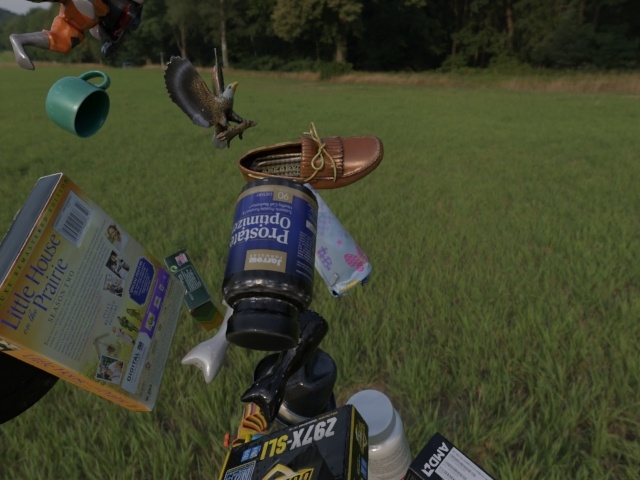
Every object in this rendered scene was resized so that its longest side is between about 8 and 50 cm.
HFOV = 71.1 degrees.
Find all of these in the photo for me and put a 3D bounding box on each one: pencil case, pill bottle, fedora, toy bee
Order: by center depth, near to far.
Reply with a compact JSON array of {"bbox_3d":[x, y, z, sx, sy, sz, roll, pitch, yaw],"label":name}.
[{"bbox_3d":[-0.068,0.033,0.620,0.123,0.123,0.219,1,61,3],"label":"pill bottle"},{"bbox_3d":[0.000,0.000,1.044,0.124,0.273,0.113,-39,8,-24],"label":"pencil case"},{"bbox_3d":[0.161,0.557,1.263,0.160,0.283,0.160,-12,38,9],"label":"pill bottle"},{"bbox_3d":[-0.048,0.431,1.401,0.334,0.152,0.334,29,18,-11],"label":"fedora"},{"bbox_3d":[-0.249,0.668,1.525,0.162,0.298,0.195,3,11,-4],"label":"toy bee"}]

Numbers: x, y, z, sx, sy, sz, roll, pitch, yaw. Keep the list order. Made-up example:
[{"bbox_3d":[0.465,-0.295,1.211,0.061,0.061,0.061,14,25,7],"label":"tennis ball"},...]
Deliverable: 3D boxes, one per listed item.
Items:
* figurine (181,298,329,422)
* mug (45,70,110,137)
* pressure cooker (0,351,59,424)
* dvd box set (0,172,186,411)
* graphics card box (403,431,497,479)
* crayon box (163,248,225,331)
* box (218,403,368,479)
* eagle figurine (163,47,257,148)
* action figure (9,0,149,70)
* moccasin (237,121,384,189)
[{"bbox_3d":[-0.124,0.200,0.849,0.215,0.092,0.209,27,58,10],"label":"figurine"},{"bbox_3d":[-0.593,-0.339,1.101,0.097,0.129,0.158,27,48,0],"label":"mug"},{"bbox_3d":[-0.844,0.196,1.042,0.420,0.375,0.370,24,67,28],"label":"pressure cooker"},{"bbox_3d":[-0.431,0.121,0.877,0.062,0.420,0.307,-9,53,16],"label":"dvd box set"},{"bbox_3d":[0.293,0.509,0.712,0.371,0.233,0.094,32,50,30],"label":"graphics card box"},{"bbox_3d":[-0.410,0.183,1.506,0.081,0.318,0.202,-29,69,-13],"label":"crayon box"},{"bbox_3d":[-0.064,0.473,0.839,0.322,0.079,0.257,-28,18,19],"label":"box"},{"bbox_3d":[-0.356,-0.480,1.522,0.225,0.298,0.226,-41,-2,3],"label":"eagle figurine"},{"bbox_3d":[-0.431,-0.500,0.873,0.341,0.178,0.330,-34,30,31],"label":"action figure"},{"bbox_3d":[-0.028,-0.214,1.162,0.380,0.139,0.147,0,-16,16],"label":"moccasin"}]
